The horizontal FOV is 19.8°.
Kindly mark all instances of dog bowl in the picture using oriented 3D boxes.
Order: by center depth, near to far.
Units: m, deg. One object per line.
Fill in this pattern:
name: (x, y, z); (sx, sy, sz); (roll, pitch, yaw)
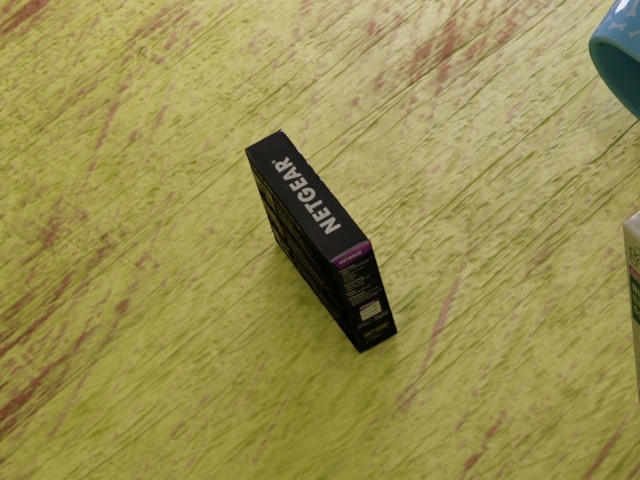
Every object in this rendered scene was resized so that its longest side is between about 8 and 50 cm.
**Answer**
dog bowl: (0.364, -0.131, 1.693); (0.074, 0.166, 0.297); (-42, 51, -7)

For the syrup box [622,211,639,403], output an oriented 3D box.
syrup box: (0.311, 0.066, 1.470); (0.096, 0.237, 0.093); (-31, 49, -13)

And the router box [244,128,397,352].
router box: (0.000, 0.000, 1.687); (0.046, 0.133, 0.179); (-29, 48, -10)
